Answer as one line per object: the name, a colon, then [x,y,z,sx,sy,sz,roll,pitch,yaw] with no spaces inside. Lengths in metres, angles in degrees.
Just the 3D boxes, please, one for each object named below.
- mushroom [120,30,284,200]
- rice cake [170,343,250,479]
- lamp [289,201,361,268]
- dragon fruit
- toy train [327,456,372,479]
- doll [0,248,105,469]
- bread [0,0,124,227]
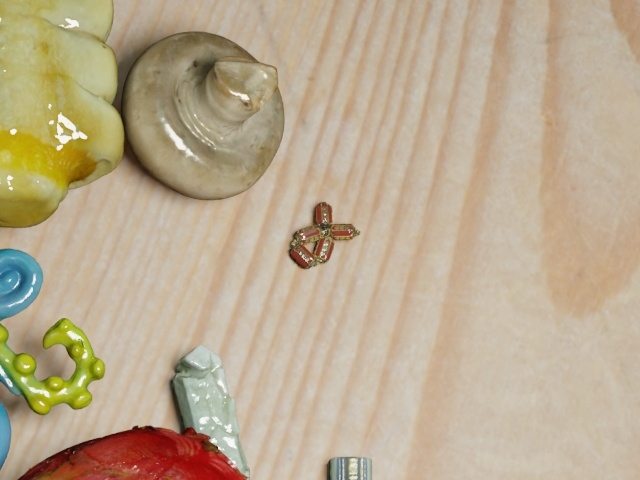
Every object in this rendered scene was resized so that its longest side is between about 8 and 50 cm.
mushroom: [-0.123,-0.155,1.938,0.204,0.204,0.204,4,70,-12]
rice cake: [-0.104,0.283,1.866,0.063,0.066,0.336,-10,74,-25]
lamp: [0.000,0.000,2.009,0.063,0.031,0.083,40,71,4]
dragon fruit: [-0.202,0.338,1.713,0.301,0.295,0.295,-32,81,-14]
toy train: [0.037,0.371,1.877,0.055,0.048,0.252,2,71,-10]
doll: [-0.425,0.150,1.781,0.346,0.099,0.341,-31,92,-4]
bread: [-0.382,-0.173,1.888,0.300,0.210,0.341,-7,83,-35]
